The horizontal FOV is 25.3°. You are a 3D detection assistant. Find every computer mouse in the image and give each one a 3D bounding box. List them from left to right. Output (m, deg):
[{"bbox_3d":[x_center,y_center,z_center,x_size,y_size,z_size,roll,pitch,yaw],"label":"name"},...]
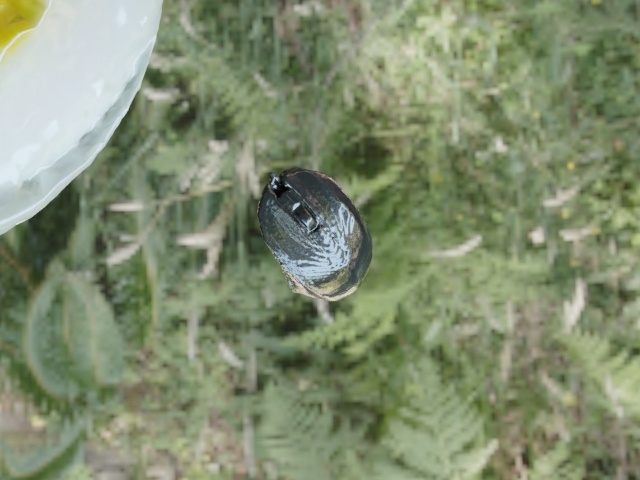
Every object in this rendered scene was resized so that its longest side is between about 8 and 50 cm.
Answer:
[{"bbox_3d":[0.000,0.000,1.363,0.057,0.099,0.172,38,168,50],"label":"computer mouse"}]

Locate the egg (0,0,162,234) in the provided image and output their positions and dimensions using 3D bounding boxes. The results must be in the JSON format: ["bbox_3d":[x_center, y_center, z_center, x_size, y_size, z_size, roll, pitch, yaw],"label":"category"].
[{"bbox_3d":[-0.319,-0.196,0.896,0.354,0.355,0.340,7,-163,-44],"label":"egg"}]
